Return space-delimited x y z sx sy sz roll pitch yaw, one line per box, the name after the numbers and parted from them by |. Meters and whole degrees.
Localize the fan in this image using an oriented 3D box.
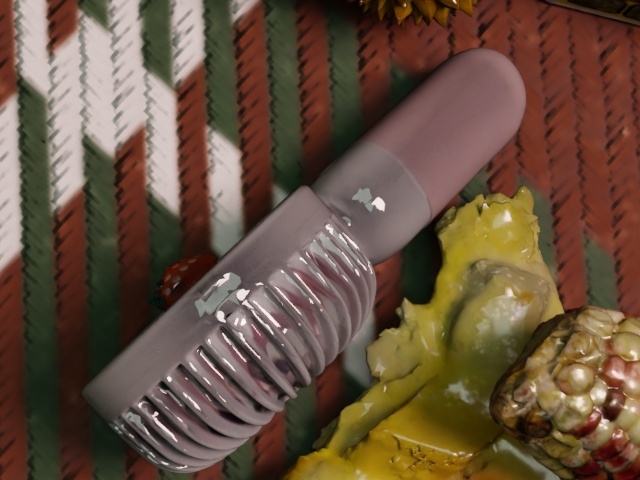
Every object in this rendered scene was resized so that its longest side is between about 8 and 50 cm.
0.000 0.000 0.659 0.074 0.130 0.244 47 68 -2 | fan

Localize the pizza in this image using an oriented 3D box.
0.057 0.113 0.664 0.280 0.075 0.287 6 82 -5 | pizza

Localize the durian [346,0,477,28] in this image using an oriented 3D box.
0.033 -0.173 0.677 0.158 0.137 0.168 40 66 -18 | durian

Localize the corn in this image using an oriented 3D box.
0.177 0.098 0.639 0.253 0.086 0.086 28 80 -22 | corn

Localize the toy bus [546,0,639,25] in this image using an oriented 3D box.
0.219 -0.124 0.710 0.226 0.074 0.081 12 80 -3 | toy bus
